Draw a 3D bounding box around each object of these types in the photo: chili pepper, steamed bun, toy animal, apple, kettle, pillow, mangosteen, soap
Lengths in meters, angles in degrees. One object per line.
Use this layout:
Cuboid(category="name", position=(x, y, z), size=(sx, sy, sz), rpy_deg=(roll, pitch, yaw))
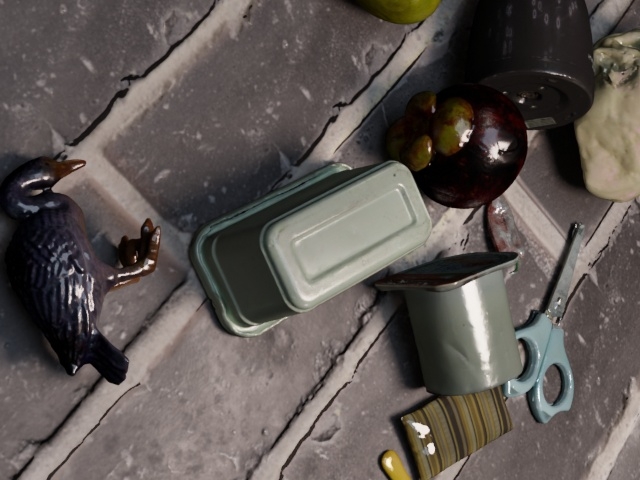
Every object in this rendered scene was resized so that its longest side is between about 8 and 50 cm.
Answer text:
Cuboid(category="chili pepper", position=(0.303, -0.016, 1.788), size=(0.050, 0.041, 0.153), rpy_deg=(4, 62, -51))
Cuboid(category="steamed bun", position=(0.569, -0.225, 1.861), size=(0.275, 0.206, 0.320), rpy_deg=(23, 67, -52))
Cuboid(category="toy animal", position=(-0.303, 0.035, 1.354), size=(0.185, 0.122, 0.298), rpy_deg=(3, 74, -36))
Cuboid(category="apple", position=(0.116, -0.429, 1.652), size=(0.157, 0.196, 0.196), rpy_deg=(5, 76, 11))
Cuboid(category="kettle", position=(0.358, -0.342, 1.806), size=(0.268, 0.207, 0.290), rpy_deg=(37, 52, -55))
Cuboid(category="pillow", position=(0.215, 0.286, 1.684), size=(0.203, 0.038, 0.113), rpy_deg=(-21, 97, -32))
Cuboid(category="mangosteen", position=(0.218, -0.149, 1.664), size=(0.210, 0.210, 0.210), rpy_deg=(6, 79, -31))
Cuboid(category="soap", position=(0.119, 0.357, 1.626), size=(0.034, 0.012, 0.089), rpy_deg=(-34, 100, -31))

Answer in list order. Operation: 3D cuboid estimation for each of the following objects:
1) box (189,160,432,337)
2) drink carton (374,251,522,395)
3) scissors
Cuboid(category="box", position=(0.000, 0.000, 1.511), size=(0.312, 0.182, 0.175), rpy_deg=(-28, 97, -32))
Cuboid(category="drink carton", position=(0.219, 0.124, 1.631), size=(0.191, 0.185, 0.190), rpy_deg=(-19, 95, -35))
Cuboid(category="scissors", position=(0.394, 0.123, 1.829), size=(0.191, 0.029, 0.360), rpy_deg=(34, 64, -27))
